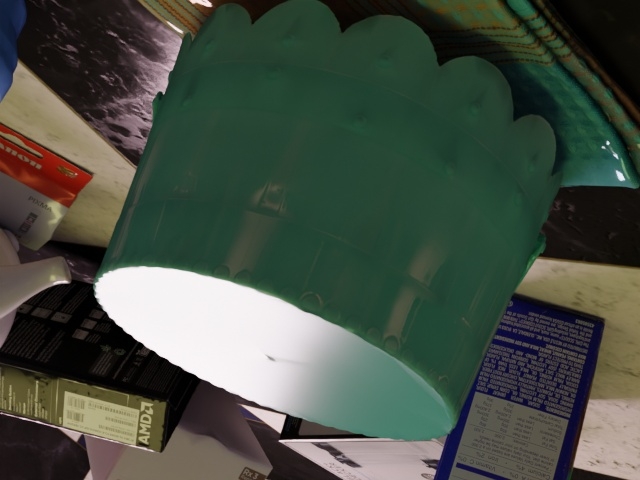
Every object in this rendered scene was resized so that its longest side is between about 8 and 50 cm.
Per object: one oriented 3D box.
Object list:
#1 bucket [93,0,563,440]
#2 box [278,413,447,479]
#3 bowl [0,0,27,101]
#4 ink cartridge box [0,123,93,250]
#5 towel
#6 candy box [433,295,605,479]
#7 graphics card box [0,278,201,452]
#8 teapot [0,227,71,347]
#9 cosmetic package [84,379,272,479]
[{"bbox_3d":[0.000,0.000,0.635,0.281,0.183,0.281,19,157,8],"label":"bucket"},{"bbox_3d":[0.104,0.273,1.367,0.290,0.087,0.169,-10,142,42],"label":"box"},{"bbox_3d":[-0.386,-0.216,0.662,0.391,0.077,0.391,22,170,4],"label":"bowl"},{"bbox_3d":[-0.381,-0.070,1.122,0.189,0.066,0.232,30,161,-18],"label":"ink cartridge box"},{"bbox_3d":[0.015,-0.132,0.615,0.271,0.040,0.370,-4,146,47],"label":"towel"},{"bbox_3d":[0.183,0.252,0.977,0.122,0.317,0.268,15,158,17],"label":"candy box"},{"bbox_3d":[-0.347,0.144,1.309,0.371,0.233,0.094,12,115,5],"label":"graphics card box"},{"bbox_3d":[-0.441,0.039,1.136,0.256,0.187,0.252,47,140,9],"label":"teapot"},{"bbox_3d":[-0.239,0.291,1.509,0.217,0.156,0.385,31,-176,-20],"label":"cosmetic package"}]
